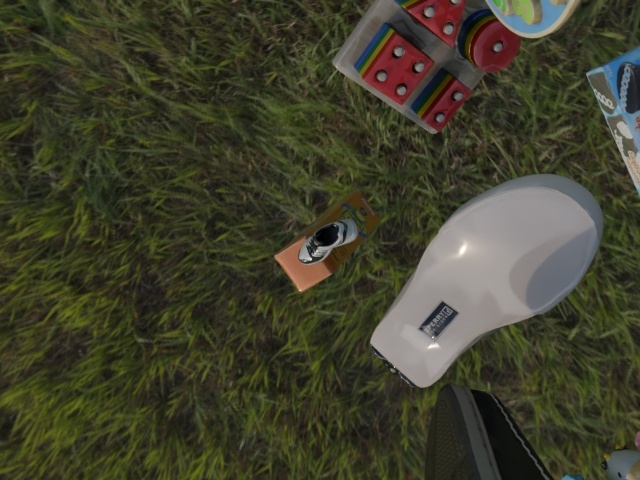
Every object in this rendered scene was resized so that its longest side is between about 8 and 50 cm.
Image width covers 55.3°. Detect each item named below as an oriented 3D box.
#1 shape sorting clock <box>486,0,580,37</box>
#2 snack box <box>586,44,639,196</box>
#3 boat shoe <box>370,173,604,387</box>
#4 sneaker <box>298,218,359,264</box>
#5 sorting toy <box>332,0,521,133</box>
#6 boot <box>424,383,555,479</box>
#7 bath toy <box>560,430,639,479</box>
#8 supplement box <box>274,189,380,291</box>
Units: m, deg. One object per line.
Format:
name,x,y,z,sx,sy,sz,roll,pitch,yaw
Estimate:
shape sorting clock,0.134,-0.249,0.438,0.040,0.206,0.206,-16,110,1
snack box,0.676,-0.228,1.200,0.187,0.060,0.322,-28,96,-6
boat shoe,0.176,0.022,0.651,0.127,0.158,0.340,42,140,5
sneaker,0.000,0.000,0.647,0.083,0.037,0.032,-35,70,34
sorting toy,0.200,-0.326,1.032,0.257,0.089,0.255,25,114,-33
boot,0.242,0.255,0.412,0.284,0.377,0.138,-1,124,-10
bath toy,0.575,0.379,1.043,0.348,0.129,0.151,-21,139,-22
supplement box,0.018,-0.006,1.031,0.080,0.233,0.078,-33,96,32
